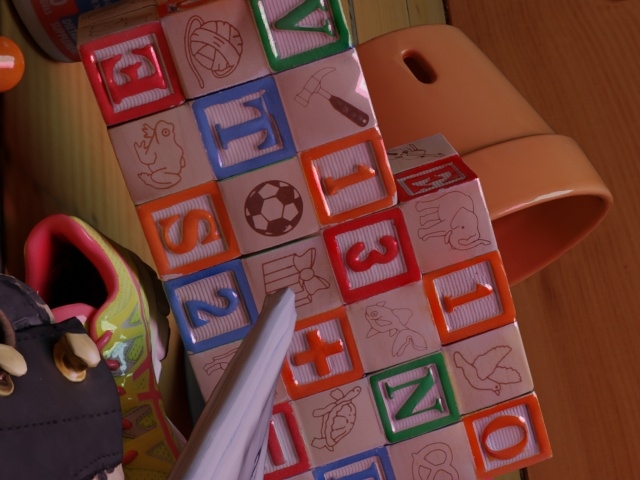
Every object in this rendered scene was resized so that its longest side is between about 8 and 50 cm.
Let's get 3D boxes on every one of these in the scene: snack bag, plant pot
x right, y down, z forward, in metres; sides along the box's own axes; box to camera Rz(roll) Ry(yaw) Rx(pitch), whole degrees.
[{"bbox_3d":[-0.056,0.215,0.602,0.323,0.037,0.343,-62,162,-71],"label":"snack bag"},{"bbox_3d":[0.085,-0.055,1.289,0.204,0.290,0.291,64,8,17],"label":"plant pot"}]

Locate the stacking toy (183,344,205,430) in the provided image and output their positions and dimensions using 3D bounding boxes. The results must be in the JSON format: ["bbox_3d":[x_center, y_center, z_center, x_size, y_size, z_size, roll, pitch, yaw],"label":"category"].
[{"bbox_3d":[0.010,0.180,1.009,0.166,0.175,0.302,-102,-175,-53],"label":"stacking toy"}]

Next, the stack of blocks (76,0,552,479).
[{"bbox_3d":[0.000,0.000,0.770,0.087,0.171,0.297,-115,-174,-70],"label":"stack of blocks"}]

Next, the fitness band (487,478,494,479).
[{"bbox_3d":[0.038,0.259,0.857,0.209,0.054,0.291,-66,-178,-52],"label":"fitness band"}]

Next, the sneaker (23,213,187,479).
[{"bbox_3d":[-0.113,0.076,0.691,0.094,0.081,0.209,61,9,-52],"label":"sneaker"}]

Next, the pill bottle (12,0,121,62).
[{"bbox_3d":[-0.061,-0.183,0.817,0.124,0.221,0.124,-12,90,-77],"label":"pill bottle"}]

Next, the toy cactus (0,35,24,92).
[{"bbox_3d":[-0.167,-0.118,0.466,0.180,0.219,0.112,45,45,11],"label":"toy cactus"}]

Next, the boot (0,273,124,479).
[{"bbox_3d":[-0.160,0.031,0.373,0.284,0.138,0.378,-3,85,-76],"label":"boot"}]
